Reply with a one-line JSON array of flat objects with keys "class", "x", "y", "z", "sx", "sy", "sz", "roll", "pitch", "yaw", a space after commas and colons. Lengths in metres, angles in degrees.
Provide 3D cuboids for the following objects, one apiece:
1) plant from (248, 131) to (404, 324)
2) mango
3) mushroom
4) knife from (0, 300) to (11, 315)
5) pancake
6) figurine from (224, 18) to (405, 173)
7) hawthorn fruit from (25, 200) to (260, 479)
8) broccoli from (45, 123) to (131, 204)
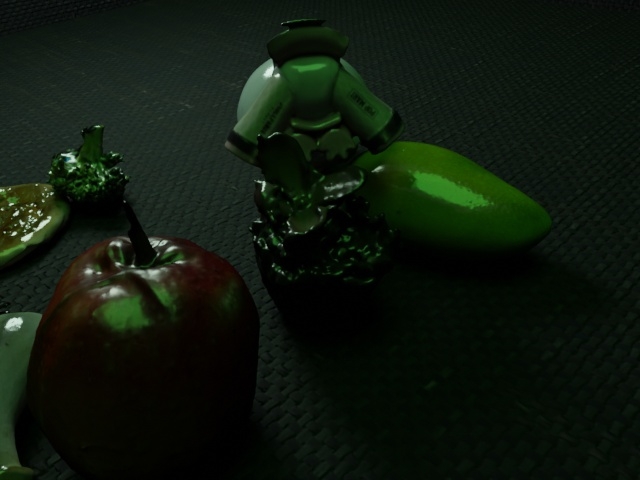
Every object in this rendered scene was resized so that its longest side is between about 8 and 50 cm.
[{"class": "plant", "x": 0.000, "y": 0.000, "z": 0.759, "sx": 0.178, "sy": 0.234, "sz": 0.204, "roll": -13, "pitch": 54, "yaw": -16}, {"class": "mango", "x": 0.190, "y": -0.061, "z": 0.899, "sx": 0.343, "sy": 0.156, "sz": 0.192, "roll": 20, "pitch": 53, "yaw": 26}, {"class": "mushroom", "x": -0.382, "y": 0.194, "z": 0.659, "sx": 0.118, "sy": 0.103, "sz": 0.270, "roll": 2, "pitch": 39, "yaw": -18}, {"class": "knife", "x": -0.516, "y": 0.212, "z": 0.698, "sx": 0.089, "sy": 0.043, "sz": 0.365, "roll": -23, "pitch": 25, "yaw": 37}, {"class": "pancake", "x": -0.598, "y": -0.026, "z": 1.034, "sx": 0.282, "sy": 0.049, "sz": 0.282, "roll": -3, "pitch": 39, "yaw": 3}, {"class": "figurine", "x": -0.011, "y": -0.212, "z": 0.914, "sx": 0.253, "sy": 0.211, "sz": 0.361, "roll": 6, "pitch": 7, "yaw": -5}, {"class": "hawthorn fruit", "x": -0.191, "y": 0.097, "z": 0.594, "sx": 0.254, "sy": 0.300, "sz": 0.254, "roll": -2, "pitch": 33, "yaw": 1}, {"class": "broccoli", "x": -0.447, "y": -0.146, "z": 1.085, "sx": 0.155, "sy": 0.160, "sz": 0.167, "roll": -1, "pitch": 19, "yaw": -23}]
